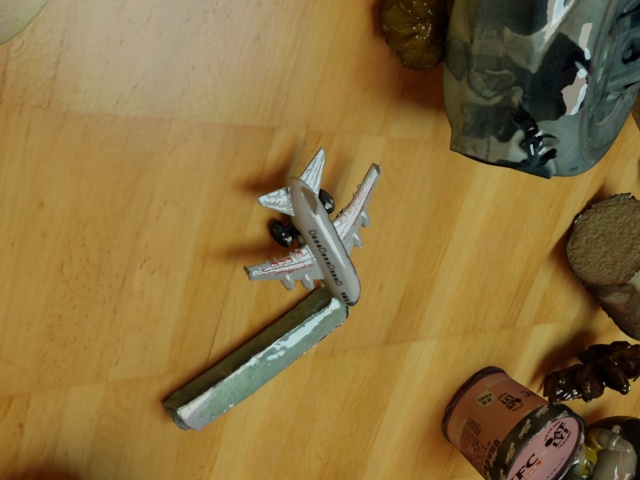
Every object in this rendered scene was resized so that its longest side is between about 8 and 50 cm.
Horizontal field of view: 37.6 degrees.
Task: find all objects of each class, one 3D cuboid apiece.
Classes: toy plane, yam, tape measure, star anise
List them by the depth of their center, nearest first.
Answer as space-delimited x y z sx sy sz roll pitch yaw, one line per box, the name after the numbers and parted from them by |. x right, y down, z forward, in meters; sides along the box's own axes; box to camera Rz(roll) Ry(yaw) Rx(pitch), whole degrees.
0.216 -0.182 0.851 0.275 0.147 0.256 -38 140 -45 | tape measure
0.000 0.000 0.881 0.162 0.065 0.171 -39 139 -17 | toy plane
0.423 0.048 1.264 0.129 0.128 0.238 -22 143 21 | yam
0.414 0.182 1.360 0.177 0.073 0.234 -25 171 34 | star anise

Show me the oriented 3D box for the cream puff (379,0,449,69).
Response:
0.091 -0.192 0.840 0.083 0.058 0.083 -27 134 -29 | cream puff

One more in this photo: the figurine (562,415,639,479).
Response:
0.437 0.356 1.462 0.257 0.167 0.192 25 103 -25 | figurine

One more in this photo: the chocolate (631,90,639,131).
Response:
0.447 -0.187 1.040 0.213 0.303 0.303 -28 139 10 | chocolate

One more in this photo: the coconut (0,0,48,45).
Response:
-0.207 -0.210 0.425 0.259 0.259 0.259 -23 131 -30 | coconut

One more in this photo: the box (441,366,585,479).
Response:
0.246 0.252 1.230 0.151 0.135 0.151 -20 128 -28 | box

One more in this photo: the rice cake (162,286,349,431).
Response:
-0.058 0.115 0.928 0.211 0.034 0.043 -35 127 -20 | rice cake
